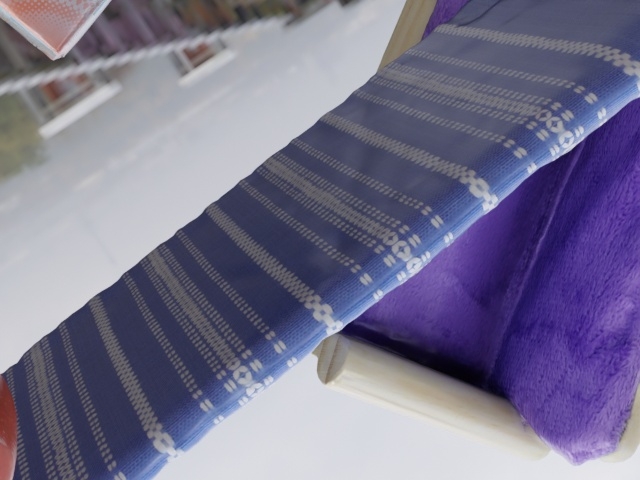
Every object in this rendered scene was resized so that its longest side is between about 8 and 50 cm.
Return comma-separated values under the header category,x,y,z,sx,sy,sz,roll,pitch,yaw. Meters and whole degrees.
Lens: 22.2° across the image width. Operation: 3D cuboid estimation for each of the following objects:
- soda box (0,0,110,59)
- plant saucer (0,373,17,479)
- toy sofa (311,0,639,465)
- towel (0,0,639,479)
category,x,y,z,sx,sy,sz,roll,pitch,yaw
soda box,-0.186,-0.175,0.844,0.063,0.183,0.058,-51,-169,-5
plant saucer,-0.185,0.099,0.373,0.048,0.258,0.259,8,-114,34
toy sofa,0.119,-0.073,0.867,0.177,0.150,0.362,21,-92,60
towel,0.000,0.000,0.699,0.336,0.040,0.243,-39,-165,-5
